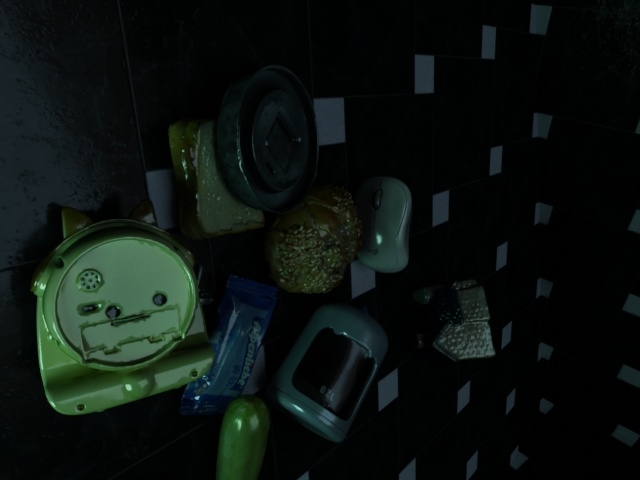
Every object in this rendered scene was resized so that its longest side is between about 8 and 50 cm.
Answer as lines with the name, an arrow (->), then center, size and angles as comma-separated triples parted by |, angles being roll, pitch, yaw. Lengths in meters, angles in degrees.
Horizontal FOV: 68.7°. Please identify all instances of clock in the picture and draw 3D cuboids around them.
clock -> -0.349, 0.106, 0.831 | 0.286, 0.117, 0.348 | -10, 101, -30
clock -> -0.102, -0.213, 1.010 | 0.312, 0.061, 0.312 | -15, 107, -59

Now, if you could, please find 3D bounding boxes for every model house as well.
model house -> 0.457, 0.308, 1.745 | 0.284, 0.243, 0.298 | -4, 75, -22

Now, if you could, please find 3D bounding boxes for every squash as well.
squash -> -0.194, 0.534, 1.138 | 0.118, 0.118, 0.370 | -11, 118, -46

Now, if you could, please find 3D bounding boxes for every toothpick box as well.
toothpick box -> 0.033, 0.325, 1.272 | 0.354, 0.263, 0.263 | -57, 134, -23

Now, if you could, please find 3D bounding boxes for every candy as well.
candy -> -0.206, 0.248, 1.099 | 0.187, 0.077, 0.331 | 30, 79, -53

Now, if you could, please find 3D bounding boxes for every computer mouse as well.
computer mouse -> 0.173, -0.036, 1.375 | 0.121, 0.184, 0.296 | -33, 130, -51

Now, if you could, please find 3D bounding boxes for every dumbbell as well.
dumbbell -> -0.280, 0.176, 0.994 | 0.082, 0.082, 0.254 | 13, 87, -48

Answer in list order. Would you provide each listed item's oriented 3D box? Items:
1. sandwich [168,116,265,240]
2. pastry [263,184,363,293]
sandwich -> -0.211, -0.132, 0.991 | 0.226, 0.087, 0.251 | -25, 117, -55
pastry -> 0.000, 0.000, 1.202 | 0.311, 0.162, 0.255 | -48, 128, -31
